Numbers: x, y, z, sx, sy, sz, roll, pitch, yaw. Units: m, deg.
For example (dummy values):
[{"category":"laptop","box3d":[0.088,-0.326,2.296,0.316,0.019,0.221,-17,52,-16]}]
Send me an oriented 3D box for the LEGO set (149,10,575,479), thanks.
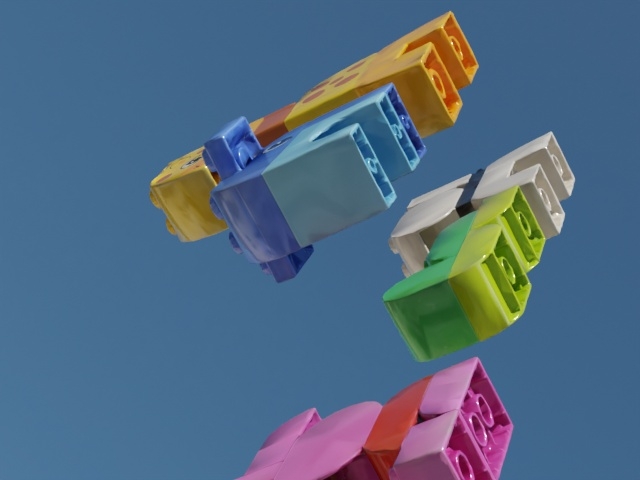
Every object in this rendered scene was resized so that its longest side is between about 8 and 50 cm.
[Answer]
[{"category":"LEGO set","box3d":[0.000,0.000,0.419,0.093,0.227,0.087,-24,-78,21]}]
